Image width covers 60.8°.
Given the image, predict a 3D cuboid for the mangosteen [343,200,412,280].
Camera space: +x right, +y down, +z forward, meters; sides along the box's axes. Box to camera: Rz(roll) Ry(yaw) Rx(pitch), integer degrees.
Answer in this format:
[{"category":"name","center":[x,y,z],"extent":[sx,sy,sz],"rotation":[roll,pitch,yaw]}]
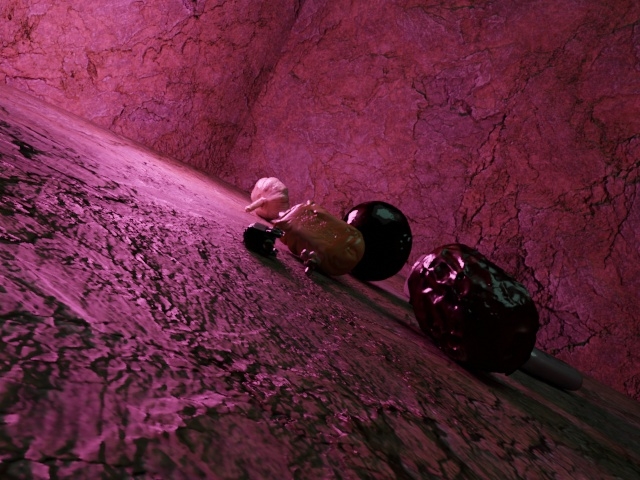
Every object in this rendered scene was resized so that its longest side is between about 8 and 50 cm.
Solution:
[{"category":"mangosteen","center":[0.181,0.005,1.982],"extent":[0.297,0.297,0.313],"rotation":[26,-22,-26]}]

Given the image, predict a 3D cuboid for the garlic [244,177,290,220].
[{"category":"garlic","center":[-0.259,-0.171,2.390],"extent":[0.199,0.199,0.226],"rotation":[29,32,30]}]

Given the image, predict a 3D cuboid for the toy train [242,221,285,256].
[{"category":"toy train","center":[-0.144,-0.006,1.366],"extent":[0.099,0.070,0.172],"rotation":[20,5,-3]}]

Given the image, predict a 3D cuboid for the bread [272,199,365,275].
[{"category":"bread","center":[0.000,0.000,1.630],"extent":[0.311,0.173,0.121],"rotation":[37,-30,40]}]

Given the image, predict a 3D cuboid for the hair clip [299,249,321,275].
[{"category":"hair clip","center":[-0.027,0.052,1.444],"extent":[0.062,0.056,0.214],"rotation":[27,3,-3]}]

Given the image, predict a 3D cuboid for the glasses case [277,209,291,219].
[{"category":"glasses case","center":[-0.067,-0.016,1.858],"extent":[0.128,0.083,0.308],"rotation":[7,23,-17]}]

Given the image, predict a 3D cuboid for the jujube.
[{"category":"jujube","center":[0.349,0.151,1.274],"extent":[0.258,0.258,0.376],"rotation":[25,5,-28]}]

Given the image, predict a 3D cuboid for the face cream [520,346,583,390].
[{"category":"face cream","center":[0.665,0.376,1.722],"extent":[0.336,0.080,0.163],"rotation":[26,5,-21]}]

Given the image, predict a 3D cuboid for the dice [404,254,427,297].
[{"category":"dice","center":[0.466,0.179,2.228],"extent":[0.193,0.192,0.194],"rotation":[30,3,25]}]

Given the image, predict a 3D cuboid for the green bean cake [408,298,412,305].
[{"category":"green bean cake","center":[0.419,0.229,1.840],"extent":[0.208,0.107,0.193],"rotation":[25,7,-26]}]
